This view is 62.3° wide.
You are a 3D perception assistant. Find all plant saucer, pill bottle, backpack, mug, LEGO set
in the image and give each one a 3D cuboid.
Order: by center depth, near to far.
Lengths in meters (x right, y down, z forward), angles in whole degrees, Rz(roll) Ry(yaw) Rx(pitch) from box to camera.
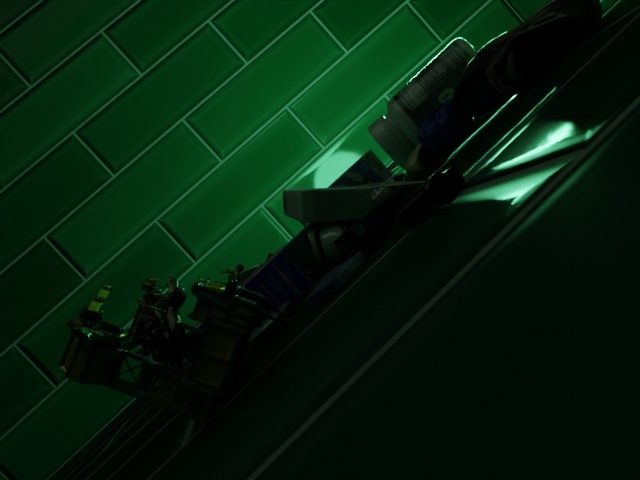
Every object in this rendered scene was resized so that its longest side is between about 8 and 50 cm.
[{"bbox_3d":[-0.191,0.104,0.767,0.331,0.255,0.192,17,-86,-81],"label":"LEGO set"},{"bbox_3d":[-0.092,0.158,0.975,0.119,0.021,0.119,-43,3,3],"label":"plant saucer"},{"bbox_3d":[-0.005,0.005,1.277,0.158,0.097,0.129,-41,3,18],"label":"mug"},{"bbox_3d":[0.295,-0.269,1.295,0.120,0.098,0.101,-38,9,46],"label":"backpack"},{"bbox_3d":[0.329,-0.391,1.552,0.361,0.204,0.204,-42,3,18],"label":"pill bottle"}]

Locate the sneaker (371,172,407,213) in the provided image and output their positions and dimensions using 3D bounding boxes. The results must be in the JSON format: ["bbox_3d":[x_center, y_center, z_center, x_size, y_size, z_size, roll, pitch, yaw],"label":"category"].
[{"bbox_3d":[0.156,-0.117,1.300,0.161,0.057,0.075,-41,-4,-34],"label":"sneaker"}]

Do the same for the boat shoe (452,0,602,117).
[{"bbox_3d":[0.403,-0.376,1.110,0.130,0.132,0.355,-45,3,-42],"label":"boat shoe"}]

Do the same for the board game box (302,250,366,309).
[{"bbox_3d":[0.022,0.064,0.850,0.090,0.020,0.090,-43,3,-43],"label":"board game box"}]

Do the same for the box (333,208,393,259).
[{"bbox_3d":[0.071,-0.006,0.897,0.062,0.052,0.083,-42,2,-25],"label":"box"}]

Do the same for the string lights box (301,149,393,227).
[{"bbox_3d":[0.074,-0.101,1.397,0.260,0.133,0.077,-43,4,-7],"label":"string lights box"}]

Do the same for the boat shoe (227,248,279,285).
[{"bbox_3d":[-0.122,0.075,1.483,0.305,0.091,0.109,-30,-4,-38],"label":"boat shoe"}]

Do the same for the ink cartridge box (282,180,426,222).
[{"bbox_3d":[0.064,-0.086,1.122,0.261,0.066,0.296,-5,7,-9],"label":"ink cartridge box"}]

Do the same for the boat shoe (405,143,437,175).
[{"bbox_3d":[0.256,-0.215,1.360,0.059,0.063,0.170,-33,9,36],"label":"boat shoe"}]

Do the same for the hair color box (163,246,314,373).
[{"bbox_3d":[-0.174,0.164,1.137,0.339,0.110,0.185,-44,4,-1],"label":"hair color box"}]

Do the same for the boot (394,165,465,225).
[{"bbox_3d":[0.144,-0.055,0.739,0.099,0.045,0.121,-37,-2,36],"label":"boot"}]

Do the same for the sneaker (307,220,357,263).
[{"bbox_3d":[0.049,-0.007,1.071,0.095,0.090,0.235,-19,7,15],"label":"sneaker"}]
